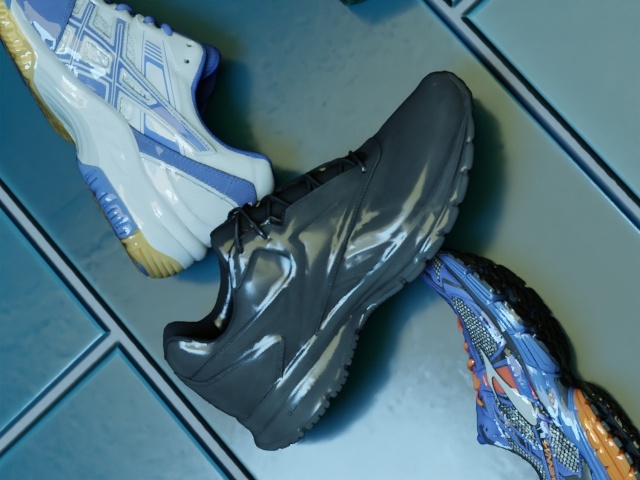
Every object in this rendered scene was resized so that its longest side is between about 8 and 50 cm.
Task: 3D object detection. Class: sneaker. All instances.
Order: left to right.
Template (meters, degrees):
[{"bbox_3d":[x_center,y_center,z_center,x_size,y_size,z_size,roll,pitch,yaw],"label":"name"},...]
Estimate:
[{"bbox_3d":[-0.142,-0.121,1.284,0.131,0.112,0.296,-32,83,-6],"label":"sneaker"},{"bbox_3d":[0.000,0.000,1.207,0.130,0.109,0.286,33,92,-12],"label":"sneaker"},{"bbox_3d":[0.129,0.098,1.203,0.087,0.083,0.221,-39,75,16],"label":"sneaker"}]

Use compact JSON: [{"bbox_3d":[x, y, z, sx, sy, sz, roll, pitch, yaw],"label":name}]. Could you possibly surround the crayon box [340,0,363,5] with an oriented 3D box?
[{"bbox_3d":[0.104,-0.298,1.236,0.278,0.081,0.165,-23,80,11],"label":"crayon box"}]
